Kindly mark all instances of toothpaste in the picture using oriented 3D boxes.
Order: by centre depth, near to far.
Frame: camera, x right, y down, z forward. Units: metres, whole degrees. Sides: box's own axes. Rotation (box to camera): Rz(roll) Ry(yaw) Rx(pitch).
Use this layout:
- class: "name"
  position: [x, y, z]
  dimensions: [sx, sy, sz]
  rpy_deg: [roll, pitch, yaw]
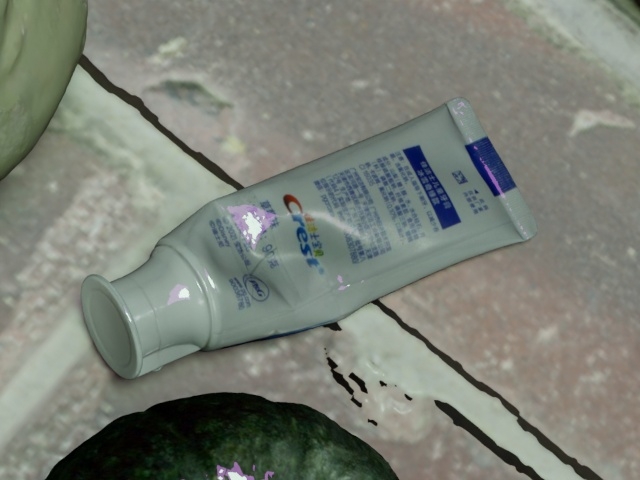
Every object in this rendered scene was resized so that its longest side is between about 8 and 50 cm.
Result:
- class: "toothpaste"
  position: [0.000, 0.000, 0.721]
  dimensions: [0.266, 0.061, 0.096]
  rpy_deg: [-23, 80, -28]

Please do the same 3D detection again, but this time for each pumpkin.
- class: "pumpkin"
  position: [-0.039, 0.171, 0.597]
  dimensions: [0.211, 0.152, 0.212]
  rpy_deg: [11, 56, -16]

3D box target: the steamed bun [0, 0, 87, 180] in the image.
- class: "steamed bun"
  position: [-0.272, -0.149, 0.591]
  dimensions: [0.309, 0.219, 0.324]
  rpy_deg: [-34, 85, -23]
